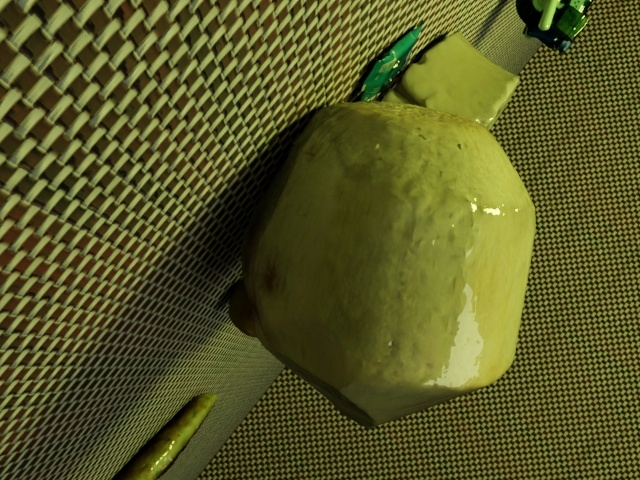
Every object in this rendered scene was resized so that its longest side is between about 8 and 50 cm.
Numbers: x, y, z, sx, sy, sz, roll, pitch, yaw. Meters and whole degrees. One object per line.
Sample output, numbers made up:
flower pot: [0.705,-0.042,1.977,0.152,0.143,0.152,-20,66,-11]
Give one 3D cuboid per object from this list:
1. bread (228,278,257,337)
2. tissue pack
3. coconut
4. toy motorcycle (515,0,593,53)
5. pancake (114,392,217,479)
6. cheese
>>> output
bread: [0.024,0.061,1.298,0.343,0.084,0.124,-18,150,-9]
tissue pack: [0.092,-0.226,1.101,0.138,0.028,0.085,-50,173,-43]
coconut: [0.074,0.039,1.038,0.415,0.344,0.416,-42,141,-48]
toy motorcycle: [0.520,-0.519,1.634,0.331,0.196,0.125,-56,-177,2]
pancake: [-0.347,0.452,1.632,0.427,0.067,0.305,-50,180,-20]
cheese: [0.164,-0.164,1.361,0.332,0.153,0.292,-47,172,-44]
